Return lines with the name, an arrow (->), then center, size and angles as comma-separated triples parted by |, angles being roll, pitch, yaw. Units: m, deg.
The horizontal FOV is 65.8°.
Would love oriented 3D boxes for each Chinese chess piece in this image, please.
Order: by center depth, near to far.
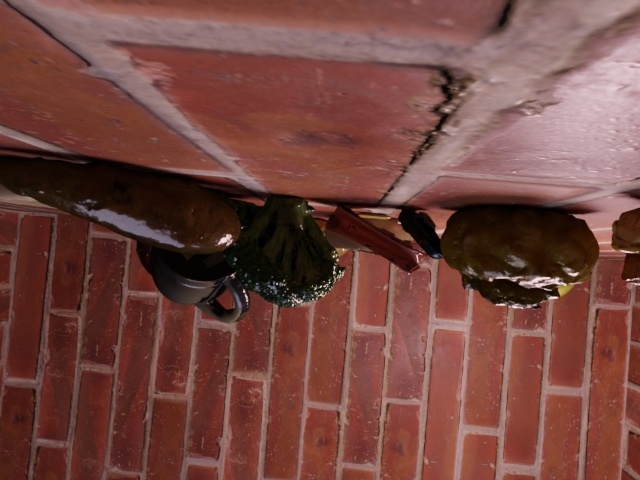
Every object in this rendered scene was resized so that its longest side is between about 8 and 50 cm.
Chinese chess piece -> 0.136, -0.012, 1.417 | 0.249, 0.103, 0.250 | 6, 179, 0

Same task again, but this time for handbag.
handbag -> 0.126, -0.003, 1.083 | 0.212, 0.059, 0.157 | 31, -171, 16

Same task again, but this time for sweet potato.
sweet potato -> -0.300, -0.058, 0.806 | 0.422, 0.131, 0.130 | 14, 173, -39

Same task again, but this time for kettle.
kettle -> -0.316, 0.092, 1.332 | 0.321, 0.228, 0.324 | 44, 145, 0

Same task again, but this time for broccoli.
broccoli -> -0.076, 0.026, 1.061 | 0.269, 0.242, 0.261 | 8, -172, 20

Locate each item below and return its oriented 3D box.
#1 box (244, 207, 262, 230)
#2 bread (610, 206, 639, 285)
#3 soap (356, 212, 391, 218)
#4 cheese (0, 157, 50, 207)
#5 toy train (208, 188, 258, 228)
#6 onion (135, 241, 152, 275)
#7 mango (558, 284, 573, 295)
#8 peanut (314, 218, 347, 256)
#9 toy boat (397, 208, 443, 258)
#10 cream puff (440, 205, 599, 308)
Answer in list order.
box -> -0.157, 0.024, 1.350 | 0.120, 0.224, 0.069 | 6, -176, 24
bread -> 0.523, 0.011, 0.666 | 0.236, 0.120, 0.198 | 5, 176, -34
soap -> 0.131, -0.061, 1.232 | 0.089, 0.012, 0.034 | 5, 179, -1
cheese -> -0.528, -0.098, 0.853 | 0.248, 0.071, 0.163 | 4, 177, 7
toy train -> -0.224, -0.062, 1.083 | 0.132, 0.083, 0.200 | -7, 177, 35
onion -> -0.437, -0.003, 1.555 | 0.280, 0.221, 0.281 | -28, -166, 7
mango -> 0.697, 0.085, 1.621 | 0.225, 0.201, 0.382 | -18, -174, 9
peanut -> 0.000, 0.000, 1.628 | 0.147, 0.148, 0.318 | 4, 176, 32
toy boat -> 0.223, -0.012, 1.050 | 0.055, 0.060, 0.141 | 6, -139, -46
cream puff -> 0.369, 0.035, 0.944 | 0.281, 0.185, 0.282 | 7, 176, 1
